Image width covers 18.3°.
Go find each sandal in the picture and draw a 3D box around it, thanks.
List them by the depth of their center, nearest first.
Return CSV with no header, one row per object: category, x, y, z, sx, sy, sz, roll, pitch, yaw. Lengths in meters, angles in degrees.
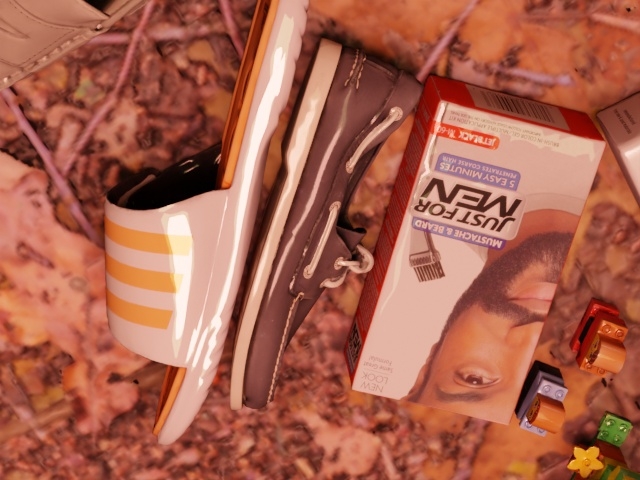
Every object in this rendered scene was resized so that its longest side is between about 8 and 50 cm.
sandal,-0.069,-0.029,1.018,0.076,0.102,0.265,13,100,-7

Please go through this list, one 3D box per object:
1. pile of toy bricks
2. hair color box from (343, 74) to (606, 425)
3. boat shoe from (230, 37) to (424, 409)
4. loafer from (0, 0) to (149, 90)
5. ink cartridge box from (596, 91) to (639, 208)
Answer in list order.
pile of toy bricks,0.160,0.143,1.084,0.118,0.105,0.212,20,107,-10
hair color box,0.080,0.006,1.058,0.093,0.053,0.167,13,110,-9
boat shoe,0.000,0.000,1.040,0.065,0.075,0.206,15,104,-5
loafer,-0.140,-0.143,0.957,0.319,0.111,0.112,-36,108,9
ink cartridge box,0.253,-0.043,1.038,0.175,0.072,0.127,-26,108,6
